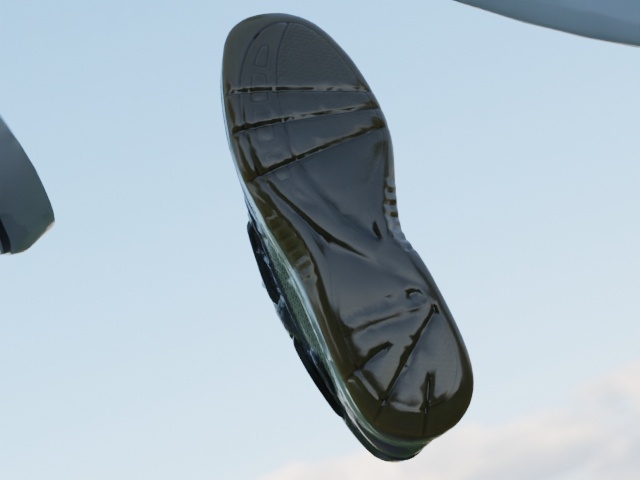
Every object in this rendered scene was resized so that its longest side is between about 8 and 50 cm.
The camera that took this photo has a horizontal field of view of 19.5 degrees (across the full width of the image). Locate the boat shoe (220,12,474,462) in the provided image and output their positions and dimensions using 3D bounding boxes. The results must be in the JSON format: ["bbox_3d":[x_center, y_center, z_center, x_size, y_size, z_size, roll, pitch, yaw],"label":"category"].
[{"bbox_3d":[0.000,0.000,0.587,0.056,0.152,0.049,-8,-25,-22],"label":"boat shoe"}]

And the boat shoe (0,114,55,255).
[{"bbox_3d":[-0.228,-0.073,0.802,0.105,0.113,0.306,-47,-38,-12],"label":"boat shoe"}]

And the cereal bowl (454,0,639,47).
[{"bbox_3d":[0.023,-0.189,0.285,0.141,0.339,0.339,-56,-3,-21],"label":"cereal bowl"}]
